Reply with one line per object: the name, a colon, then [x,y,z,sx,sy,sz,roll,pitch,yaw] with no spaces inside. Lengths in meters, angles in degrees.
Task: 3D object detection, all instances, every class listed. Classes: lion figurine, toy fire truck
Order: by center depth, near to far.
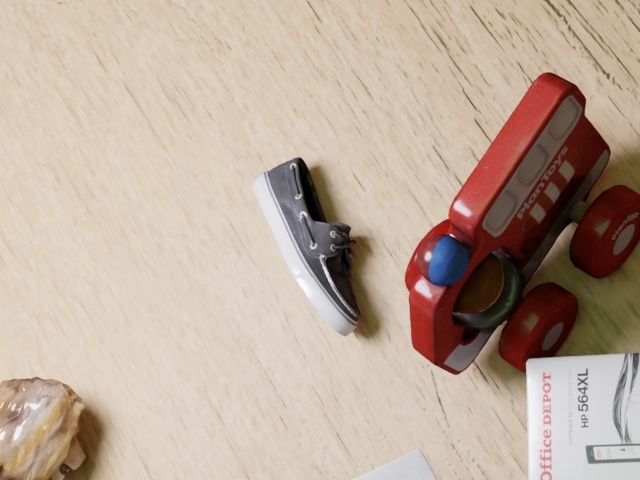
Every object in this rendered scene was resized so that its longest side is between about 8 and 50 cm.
toy fire truck: [0.185,-0.009,1.634,0.169,0.254,0.302,36,92,28]
lion figurine: [-0.471,0.245,1.920,0.392,0.142,0.240,11,66,32]

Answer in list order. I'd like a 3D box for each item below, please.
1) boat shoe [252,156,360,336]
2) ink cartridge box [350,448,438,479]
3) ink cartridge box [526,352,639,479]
boat shoe: [0.000,0.000,1.819,0.076,0.080,0.228,-35,57,13]
ink cartridge box: [0.092,0.313,1.503,0.109,0.062,0.209,-23,62,-11]
ink cartridge box: [0.314,0.192,1.614,0.203,0.086,0.148,-5,73,22]
